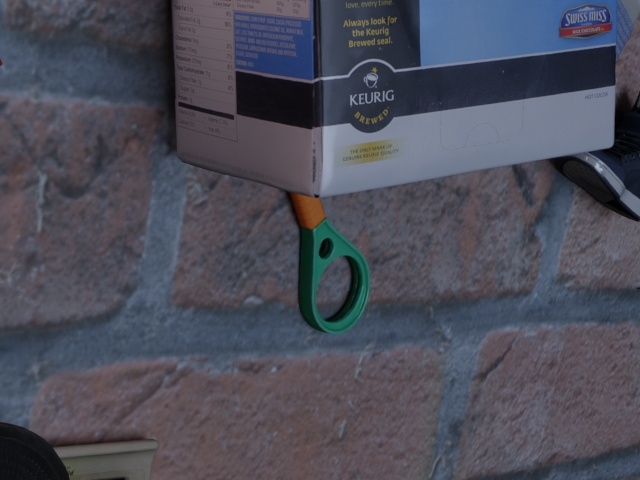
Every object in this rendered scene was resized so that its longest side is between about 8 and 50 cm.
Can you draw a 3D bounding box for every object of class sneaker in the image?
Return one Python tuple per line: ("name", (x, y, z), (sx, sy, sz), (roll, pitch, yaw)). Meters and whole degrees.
("sneaker", (0.386, -0.128, 1.830), (0.163, 0.086, 0.226), (-62, 151, 2))

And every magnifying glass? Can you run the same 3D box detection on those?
("magnifying glass", (0.000, 0.000, 1.495), (0.092, 0.026, 0.231), (-43, 131, -31))

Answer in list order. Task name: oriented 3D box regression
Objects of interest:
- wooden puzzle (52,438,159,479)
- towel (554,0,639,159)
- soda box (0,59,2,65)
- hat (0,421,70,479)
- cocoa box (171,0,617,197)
("wooden puzzle", (-0.240, 0.298, 1.306), (0.221, 0.044, 0.238), (4, 100, -50))
("towel", (0.309, -0.264, 1.752), (0.209, 0.034, 0.285), (43, 72, -49))
("soda box", (-0.354, -0.094, 1.012), (0.263, 0.083, 0.092), (-45, 133, -30))
("hat", (-0.342, 0.263, 1.112), (0.331, 0.134, 0.331), (-44, 145, -42))
("cocoa box", (0.068, -0.186, 1.300), (0.347, 0.231, 0.227), (-11, 107, -35))
